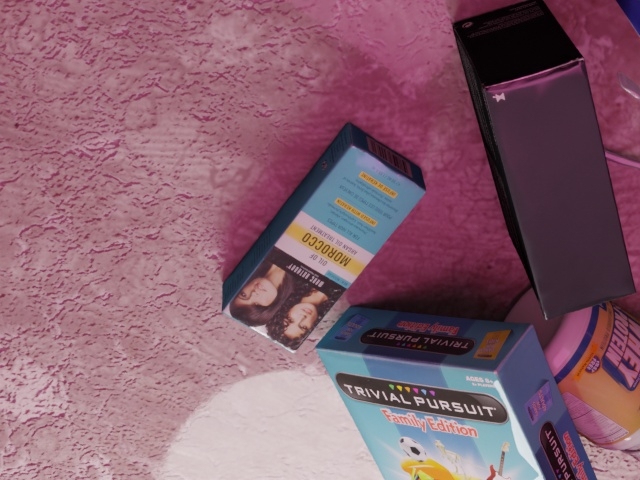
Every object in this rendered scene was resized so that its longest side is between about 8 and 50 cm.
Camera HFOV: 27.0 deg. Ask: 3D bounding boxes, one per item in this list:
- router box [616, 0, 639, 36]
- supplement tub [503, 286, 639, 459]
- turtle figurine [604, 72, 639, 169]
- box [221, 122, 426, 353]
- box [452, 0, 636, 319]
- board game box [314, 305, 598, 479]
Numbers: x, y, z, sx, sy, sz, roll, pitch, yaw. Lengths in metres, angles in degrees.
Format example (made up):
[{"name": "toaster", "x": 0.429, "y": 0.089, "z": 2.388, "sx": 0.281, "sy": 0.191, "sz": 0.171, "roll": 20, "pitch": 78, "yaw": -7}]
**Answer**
[{"name": "router box", "x": 0.424, "y": -0.232, "z": 1.168, "sx": 0.301, "sy": 0.335, "sz": 0.082, "roll": -3, "pitch": 119, "yaw": -1}, {"name": "supplement tub", "x": 0.307, "y": 0.143, "z": 1.475, "sx": 0.199, "sy": 0.144, "sz": 0.144, "roll": 32, "pitch": 112, "yaw": -18}, {"name": "turtle figurine", "x": 0.411, "y": -0.052, "z": 1.331, "sx": 0.274, "sy": 0.266, "sz": 0.198, "roll": -20, "pitch": 166, "yaw": -27}, {"name": "box", "x": 0.000, "y": 0.000, "z": 1.432, "sx": 0.100, "sy": 0.060, "sz": 0.244, "roll": 31, "pitch": 113, "yaw": -17}, {"name": "box", "x": 0.222, "y": -0.083, "z": 1.327, "sx": 0.103, "sy": 0.184, "sz": 0.261, "roll": -16, "pitch": 118, "yaw": 7}, {"name": "board game box", "x": 0.168, "y": 0.234, "z": 1.474, "sx": 0.253, "sy": 0.079, "sz": 0.336, "roll": 3, "pitch": 129, "yaw": 45}]
